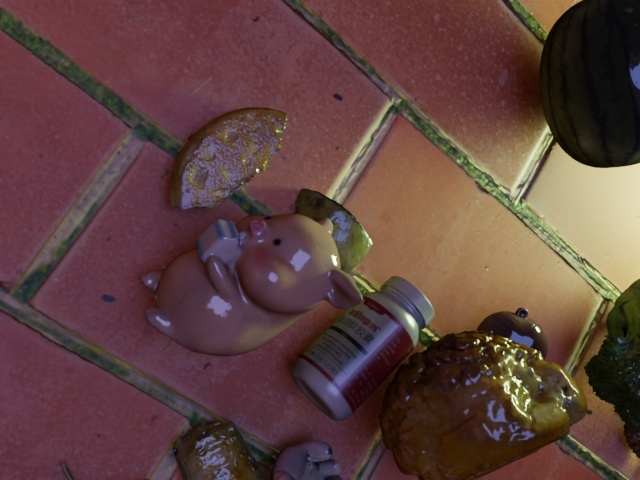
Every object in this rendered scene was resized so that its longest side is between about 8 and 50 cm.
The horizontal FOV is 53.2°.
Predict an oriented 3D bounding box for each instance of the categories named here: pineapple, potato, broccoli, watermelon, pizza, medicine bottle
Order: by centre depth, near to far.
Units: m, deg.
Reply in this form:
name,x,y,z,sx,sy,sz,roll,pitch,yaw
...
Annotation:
name,x,y,z,sx,sy,sz,roll,pitch,yaw
pizza,-0.152,-0.135,1.027,0.127,0.058,0.246,41,73,-19
potato,0.000,0.000,1.087,0.149,0.081,0.120,45,71,-19
medicine bottle,0.075,0.180,1.096,0.250,0.131,0.131,-42,107,-18
watermelon,0.567,-0.321,1.234,0.279,0.279,0.359,-16,102,-24
broccoli,0.733,0.228,1.313,0.321,0.310,0.413,-50,139,-30
pineapple,0.747,0.478,1.432,0.083,0.103,0.221,-29,106,13

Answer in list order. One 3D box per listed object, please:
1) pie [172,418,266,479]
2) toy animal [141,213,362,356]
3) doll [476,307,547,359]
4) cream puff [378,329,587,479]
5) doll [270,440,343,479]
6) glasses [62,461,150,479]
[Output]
name,x,y,z,sx,sy,sz,roll,pitch,yaw
pie,-0.140,0.429,1.039,0.128,0.068,0.282,-27,105,-24
toy animal,-0.105,0.051,0.963,0.256,0.195,0.213,-37,129,18
doll,0.357,0.221,1.257,0.145,0.096,0.188,42,100,-4
cream puff,0.264,0.276,1.098,0.343,0.327,0.231,-24,62,0
doll,-0.015,0.432,1.077,0.149,0.095,0.192,-40,107,-38
glasses,-0.353,0.439,0.946,0.239,0.102,0.207,36,49,-20
